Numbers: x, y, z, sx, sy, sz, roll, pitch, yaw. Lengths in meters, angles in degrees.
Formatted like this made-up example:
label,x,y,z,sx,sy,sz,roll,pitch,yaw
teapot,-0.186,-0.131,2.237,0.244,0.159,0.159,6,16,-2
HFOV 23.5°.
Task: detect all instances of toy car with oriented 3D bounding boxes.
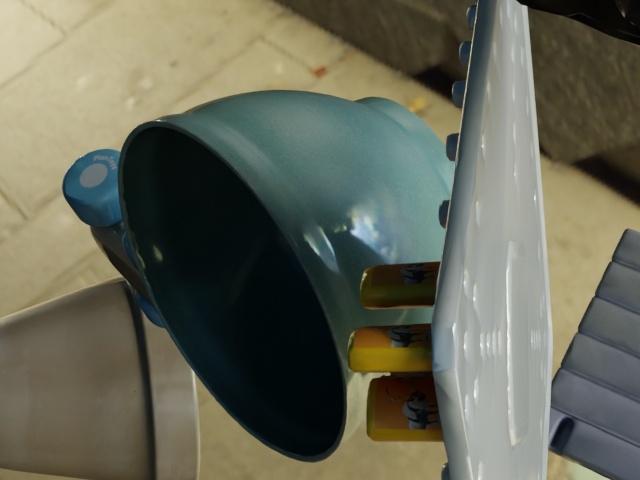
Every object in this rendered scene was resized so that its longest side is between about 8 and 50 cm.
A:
label,x,y,z,sx,sy,sz,roll,pitch,yaw
toy car,-0.089,-0.028,1.518,0.238,0.219,0.210,-42,49,-13

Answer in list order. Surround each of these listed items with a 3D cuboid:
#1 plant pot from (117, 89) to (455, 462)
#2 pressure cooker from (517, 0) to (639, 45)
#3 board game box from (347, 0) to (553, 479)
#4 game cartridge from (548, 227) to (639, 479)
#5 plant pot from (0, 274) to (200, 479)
label,x,y,z,sx,sy,sz,roll,pitch,yaw
plant pot,0.000,0.000,1.226,0.196,0.293,0.293,-30,37,-28
pressure cooker,0.247,-0.260,0.522,0.420,0.370,0.375,-8,9,-26
board game box,0.089,0.057,0.868,0.050,0.390,0.390,-1,42,12
game cartridge,0.385,0.146,1.346,0.355,0.068,0.230,24,79,31
plant pot,-0.326,0.202,2.112,0.280,0.323,0.323,-7,39,-13
